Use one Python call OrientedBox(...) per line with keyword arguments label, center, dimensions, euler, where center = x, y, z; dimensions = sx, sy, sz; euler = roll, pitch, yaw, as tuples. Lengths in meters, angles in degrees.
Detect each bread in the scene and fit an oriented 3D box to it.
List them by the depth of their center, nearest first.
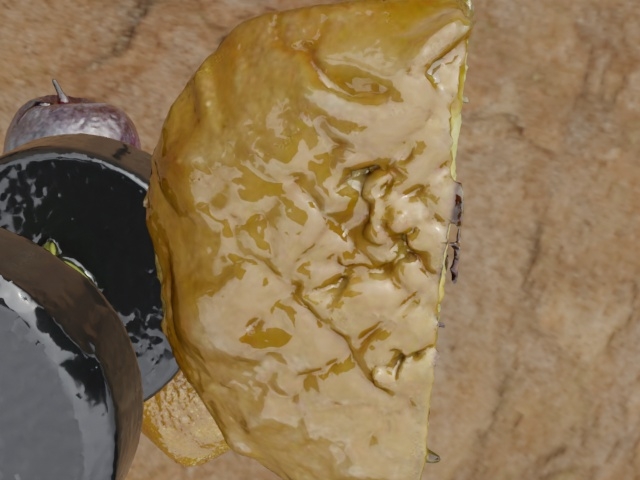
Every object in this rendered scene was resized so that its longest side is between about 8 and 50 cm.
OrientedBox(label="bread", center=(0.000, 0.000, 0.569), dimensions=(0.140, 0.143, 0.228), euler=(8, 106, 13))
OrientedBox(label="bread", center=(-0.189, 0.148, 1.926), dimensions=(0.337, 0.328, 0.148), euler=(-38, 164, 22))

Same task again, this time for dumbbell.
OrientedBox(label="dumbbell", center=(-0.187, 0.058, 0.802), dimensions=(0.204, 0.322, 0.203), euler=(2, 106, 6))

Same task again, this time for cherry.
OrientedBox(label="cherry", center=(-0.325, -0.100, 1.665), dimensions=(0.195, 0.195, 0.195), euler=(-7, 107, -25))
